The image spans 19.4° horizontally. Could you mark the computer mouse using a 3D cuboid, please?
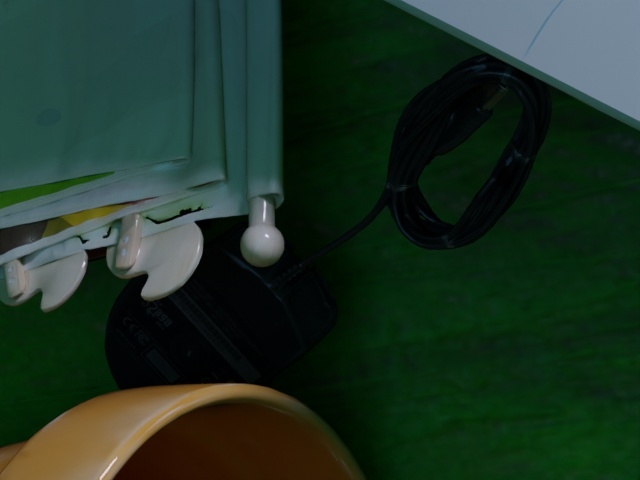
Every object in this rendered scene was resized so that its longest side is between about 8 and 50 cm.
[{"bbox_3d":[0.000,0.000,0.729,0.242,0.041,0.071,-35,98,35],"label":"computer mouse"}]

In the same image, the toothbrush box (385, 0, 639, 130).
[{"bbox_3d":[0.057,-0.193,0.653,0.295,0.126,0.216,29,106,17],"label":"toothbrush box"}]

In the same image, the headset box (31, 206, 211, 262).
[{"bbox_3d":[-0.090,-0.008,0.774,0.083,0.062,0.032,-15,91,24],"label":"headset box"}]

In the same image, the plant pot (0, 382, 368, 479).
[{"bbox_3d":[-0.102,0.159,0.742,0.188,0.205,0.205,-4,96,38],"label":"plant pot"}]

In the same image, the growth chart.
[{"bbox_3d":[-0.112,-0.050,0.749,0.237,0.021,0.172,-4,68,28],"label":"growth chart"}]
